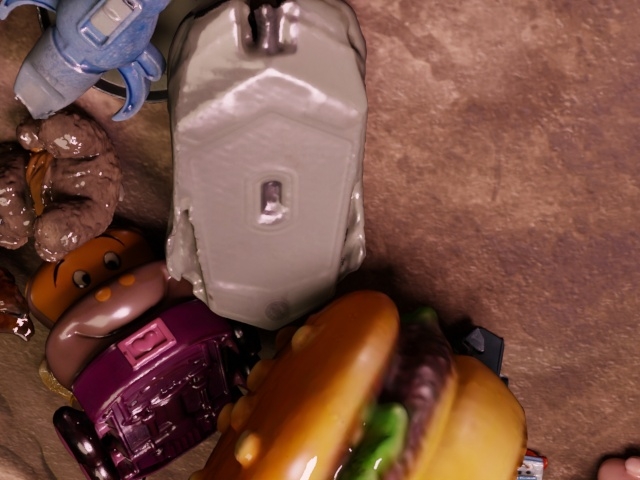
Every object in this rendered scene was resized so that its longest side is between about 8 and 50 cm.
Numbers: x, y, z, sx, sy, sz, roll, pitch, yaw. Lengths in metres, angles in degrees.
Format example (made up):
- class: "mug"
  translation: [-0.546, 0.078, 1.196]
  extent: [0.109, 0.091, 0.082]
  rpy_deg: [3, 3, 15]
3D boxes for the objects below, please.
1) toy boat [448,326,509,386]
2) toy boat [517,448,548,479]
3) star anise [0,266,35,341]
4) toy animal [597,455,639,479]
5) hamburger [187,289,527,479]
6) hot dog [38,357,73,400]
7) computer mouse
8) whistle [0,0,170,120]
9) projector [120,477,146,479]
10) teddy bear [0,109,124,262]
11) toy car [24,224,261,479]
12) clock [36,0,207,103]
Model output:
- class: "toy boat"
  translation: [0.151, 0.206, 1.585]
  extent: [0.103, 0.093, 0.246]
  rpy_deg: [43, 125, -16]
- class: "toy boat"
  translation: [0.235, 0.329, 1.699]
  extent: [0.172, 0.059, 0.069]
  rpy_deg: [3, 131, 9]
- class: "star anise"
  translation: [-0.474, 0.026, 1.533]
  extent: [0.288, 0.088, 0.288]
  rpy_deg: [25, 145, 19]
- class: "toy animal"
  translation: [0.460, 0.373, 1.639]
  extent: [0.197, 0.171, 0.171]
  rpy_deg: [-32, 119, 23]
- class: "hamburger"
  translation: [0.028, 0.242, 1.367]
  extent: [0.277, 0.396, 0.396]
  rpy_deg: [36, 129, -6]
- class: "hot dog"
  translation: [-0.374, 0.204, 1.725]
  extent: [0.034, 0.030, 0.090]
  rpy_deg: [-28, 120, 32]
- class: "computer mouse"
  translation: [-0.063, -0.093, 1.329]
  extent: [0.228, 0.145, 0.429]
  rpy_deg: [-3, 127, -9]
- class: "whistle"
  translation: [-0.236, -0.215, 1.246]
  extent: [0.180, 0.093, 0.269]
  rpy_deg: [43, 132, -17]
- class: "projector"
  translation: [-0.295, 0.323, 1.778]
  extent: [0.082, 0.083, 0.083]
  rpy_deg: [14, 131, -1]
- class: "teddy bear"
  translation: [-0.326, -0.061, 1.430]
  extent: [0.190, 0.140, 0.177]
  rpy_deg: [-5, 88, 27]
- class: "toy car"
  translation: [-0.236, 0.141, 1.515]
  extent: [0.271, 0.240, 0.341]
  rpy_deg: [-32, 155, -17]
- class: "clock"
  translation: [-0.201, -0.244, 1.293]
  extent: [0.214, 0.042, 0.215]
  rpy_deg: [5, 132, 6]
